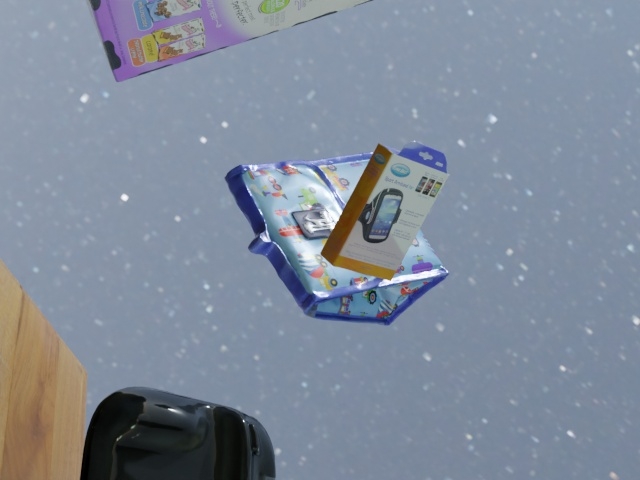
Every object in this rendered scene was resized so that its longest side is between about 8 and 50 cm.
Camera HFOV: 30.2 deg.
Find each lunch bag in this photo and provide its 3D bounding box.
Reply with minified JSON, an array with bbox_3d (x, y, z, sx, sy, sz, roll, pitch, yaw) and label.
[{"bbox_3d":[0.000,0.000,1.608,0.138,0.293,0.221,-43,-114,31],"label":"lunch bag"}]

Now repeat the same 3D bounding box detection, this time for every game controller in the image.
[{"bbox_3d":[-0.110,0.268,0.860,0.067,0.166,0.319,-27,-126,51],"label":"game controller"}]

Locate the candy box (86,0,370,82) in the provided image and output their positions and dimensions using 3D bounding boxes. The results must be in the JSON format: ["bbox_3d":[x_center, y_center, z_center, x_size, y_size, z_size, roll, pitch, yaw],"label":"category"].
[{"bbox_3d":[-0.048,-0.184,0.700,0.196,0.165,0.070,-19,-105,-8],"label":"candy box"}]

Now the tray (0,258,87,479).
[{"bbox_3d":[-0.284,0.184,1.030,0.076,0.203,0.411,-25,-148,7],"label":"tray"}]

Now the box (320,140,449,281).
[{"bbox_3d":[0.064,-0.032,1.111,0.028,0.081,0.136,39,-73,46],"label":"box"}]
